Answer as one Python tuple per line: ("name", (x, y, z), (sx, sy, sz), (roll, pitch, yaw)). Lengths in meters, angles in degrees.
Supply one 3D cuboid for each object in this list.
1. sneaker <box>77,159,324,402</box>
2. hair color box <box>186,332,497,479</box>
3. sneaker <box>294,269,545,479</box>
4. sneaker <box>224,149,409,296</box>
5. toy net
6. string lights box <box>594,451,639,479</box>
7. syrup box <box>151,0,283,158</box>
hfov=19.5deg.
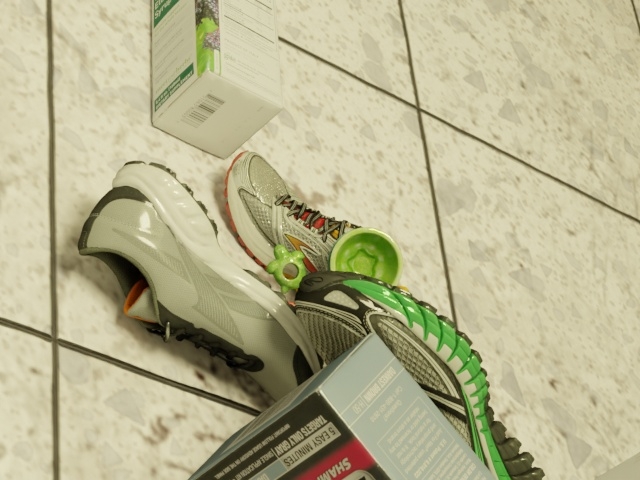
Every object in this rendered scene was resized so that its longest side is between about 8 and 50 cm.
("sneaker", (-0.104, 0.059, 1.613), (0.271, 0.100, 0.108), (47, 64, -15))
("hair color box", (0.080, 0.283, 1.521), (0.374, 0.185, 0.113), (50, 35, -2))
("sneaker", (0.077, 0.168, 1.603), (0.146, 0.134, 0.344), (-44, 114, -24))
("sneaker", (0.000, 0.000, 1.767), (0.225, 0.092, 0.088), (48, 36, -3))
("toy net", (0.028, 0.108, 1.690), (0.122, 0.045, 0.232), (-12, 90, -11))
("string lights box", (0.422, 0.307, 1.933), (0.259, 0.133, 0.077), (34, 39, -24))
("syrup box", (-0.105, -0.207, 1.834), (0.096, 0.093, 0.237), (25, 43, -32))
